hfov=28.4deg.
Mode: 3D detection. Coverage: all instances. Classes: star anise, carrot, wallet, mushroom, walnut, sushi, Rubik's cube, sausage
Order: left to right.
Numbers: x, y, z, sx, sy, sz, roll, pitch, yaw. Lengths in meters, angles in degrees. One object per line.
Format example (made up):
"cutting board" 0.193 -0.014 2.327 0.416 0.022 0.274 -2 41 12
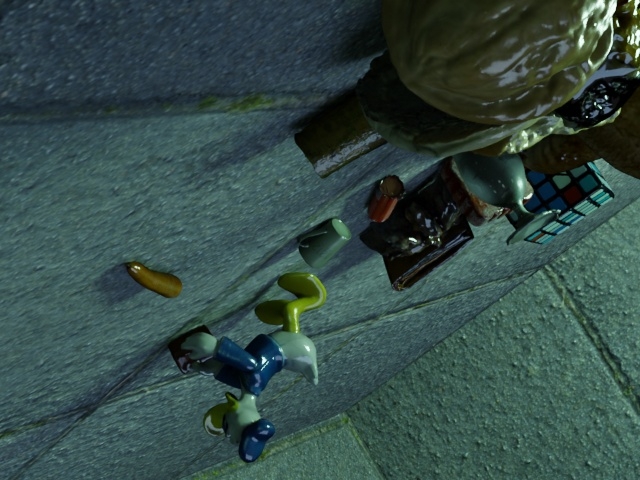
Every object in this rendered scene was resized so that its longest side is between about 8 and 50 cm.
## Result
"carrot" -0.250 0.058 1.878 0.037 0.037 0.190 -33 165 6
"carrot" 0.052 -0.154 1.696 0.173 0.082 0.082 -30 166 -1
"sausage" 0.111 -0.064 2.196 0.145 0.050 0.048 114 -4 -66
"star anise" 0.194 -0.032 2.372 0.223 0.109 0.236 -35 168 32
"wallet" 0.212 0.011 2.515 0.195 0.042 0.161 -38 -159 13
"walnut" 0.187 -0.242 1.359 0.257 0.257 0.224 -29 -175 -11
"Rubik's cube" 0.428 -0.115 2.411 0.184 0.182 0.187 -36 165 15
"sushi" 0.341 -0.278 1.646 0.213 0.200 0.204 9 141 -39
"mushroom" 0.474 -0.185 2.038 0.356 0.334 0.331 -45 164 12

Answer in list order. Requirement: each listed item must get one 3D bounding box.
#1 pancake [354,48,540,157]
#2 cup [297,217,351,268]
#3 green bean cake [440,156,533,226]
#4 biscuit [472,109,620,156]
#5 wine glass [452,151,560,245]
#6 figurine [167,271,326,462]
"pancake" 0.173 -0.194 1.514 0.282 0.282 0.049 -31 126 -3
"cup" 0.001 -0.002 2.197 0.083 0.075 0.054 -42 -160 25
"green bean cake" 0.296 -0.103 2.269 0.136 0.135 0.056 -24 165 -26
"biscuit" 0.283 -0.199 1.813 0.274 0.213 0.091 -25 128 -41
"wine glass" 0.287 -0.107 2.055 0.103 0.222 0.103 -31 167 -8
"figurine" -0.139 0.238 2.313 0.284 0.338 0.204 7 148 -9
